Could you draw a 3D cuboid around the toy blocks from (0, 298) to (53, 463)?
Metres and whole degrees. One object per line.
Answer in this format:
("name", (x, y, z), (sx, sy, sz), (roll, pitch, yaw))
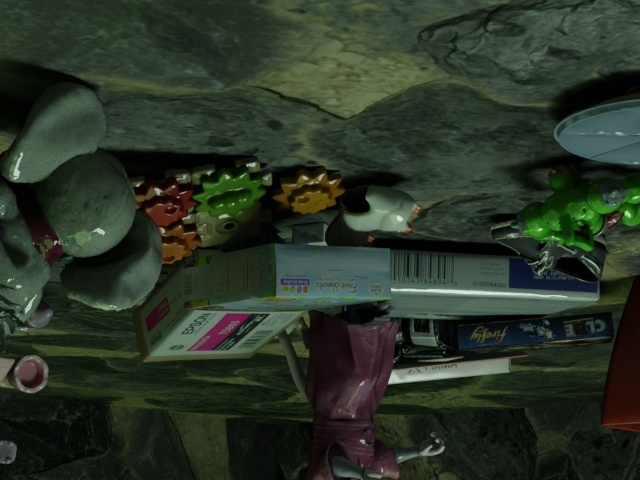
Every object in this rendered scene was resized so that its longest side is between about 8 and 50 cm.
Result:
("toy blocks", (-0.586, 0.226, 2.159), (0.289, 0.308, 0.260), (12, 169, -41))

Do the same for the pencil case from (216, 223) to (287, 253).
("pencil case", (-0.093, 0.005, 1.726), (0.070, 0.064, 0.152), (-7, 165, 13))

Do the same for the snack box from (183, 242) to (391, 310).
("snack box", (-0.043, 0.048, 1.598), (0.175, 0.070, 0.207), (3, 170, -35))

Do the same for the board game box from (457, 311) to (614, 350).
("board game box", (0.352, 0.153, 2.125), (0.243, 0.042, 0.165), (-6, 172, 10))

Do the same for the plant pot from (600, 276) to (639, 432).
("plant pot", (0.609, 0.174, 2.019), (0.267, 0.235, 0.267), (-12, 161, 41))

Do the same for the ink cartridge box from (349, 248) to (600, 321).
("ink cartridge box", (0.216, 0.072, 1.977), (0.324, 0.071, 0.330), (2, 172, -8))

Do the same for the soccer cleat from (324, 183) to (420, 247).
("soccer cleat", (0.047, -0.033, 1.578), (0.076, 0.068, 0.196), (29, 159, -19))

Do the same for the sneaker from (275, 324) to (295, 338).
("sneaker", (-0.160, 0.107, 2.134), (0.263, 0.099, 0.121), (-4, 160, -11))

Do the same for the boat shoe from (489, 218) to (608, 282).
("boat shoe", (0.308, 0.014, 1.733), (0.206, 0.065, 0.075), (12, 163, -37))

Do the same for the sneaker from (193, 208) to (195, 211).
("sneaker", (-0.249, -0.015, 1.591), (0.235, 0.094, 0.090), (3, 165, -14))

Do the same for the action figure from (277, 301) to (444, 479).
("action figure", (0.023, 0.276, 1.926), (0.276, 0.370, 0.248), (2, 169, 25))

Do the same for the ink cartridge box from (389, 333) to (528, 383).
("ink cartridge box", (0.199, 0.220, 2.349), (0.296, 0.066, 0.261), (-5, -170, -7))

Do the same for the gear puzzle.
("gear puzzle", (-0.135, -0.021, 1.497), (0.339, 0.044, 0.175), (-10, 148, -9))

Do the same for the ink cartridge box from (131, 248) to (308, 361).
("ink cartridge box", (-0.143, 0.099, 1.925), (0.193, 0.088, 0.235), (0, 155, -32))

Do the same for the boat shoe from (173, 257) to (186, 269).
("boat shoe", (-0.174, 0.051, 1.963), (0.040, 0.049, 0.142), (-4, 164, 19))

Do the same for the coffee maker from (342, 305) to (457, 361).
("coffee maker", (0.144, 0.145, 2.242), (0.178, 0.120, 0.171), (-3, -170, 20))

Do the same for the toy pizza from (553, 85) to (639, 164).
("toy pizza", (0.328, -0.115, 1.262), (0.201, 0.032, 0.201), (2, 168, 0))

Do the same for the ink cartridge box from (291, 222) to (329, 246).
("ink cartridge box", (0.000, 0.000, 1.773), (0.048, 0.028, 0.083), (-5, 165, 23))

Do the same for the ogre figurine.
("ogre figurine", (0.302, -0.037, 1.462), (0.197, 0.096, 0.118), (4, -176, 41))

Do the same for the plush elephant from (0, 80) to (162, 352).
("plush elephant", (-0.304, -0.030, 1.285), (0.255, 0.271, 0.330), (-31, -139, -28))
